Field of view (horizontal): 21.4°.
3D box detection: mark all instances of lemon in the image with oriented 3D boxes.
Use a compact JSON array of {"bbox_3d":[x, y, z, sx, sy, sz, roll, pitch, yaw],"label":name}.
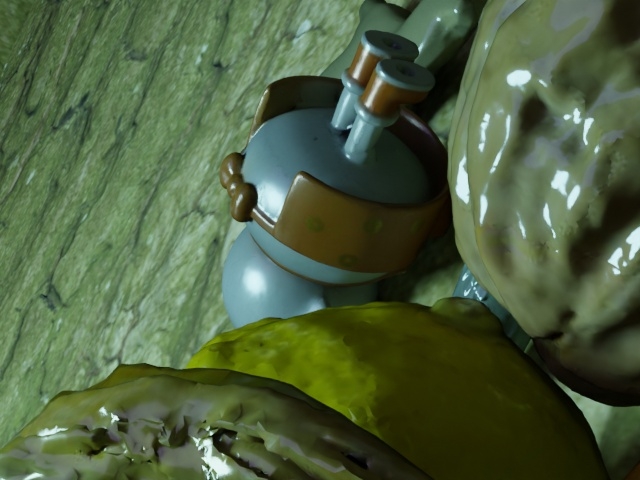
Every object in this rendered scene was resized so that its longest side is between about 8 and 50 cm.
[{"bbox_3d":[0.007,0.157,0.712,0.288,0.234,0.233,-65,21,11],"label":"lemon"}]

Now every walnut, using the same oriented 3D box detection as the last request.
[{"bbox_3d":[0.155,-0.052,0.688,0.245,0.198,0.198,-53,23,1],"label":"walnut"}]

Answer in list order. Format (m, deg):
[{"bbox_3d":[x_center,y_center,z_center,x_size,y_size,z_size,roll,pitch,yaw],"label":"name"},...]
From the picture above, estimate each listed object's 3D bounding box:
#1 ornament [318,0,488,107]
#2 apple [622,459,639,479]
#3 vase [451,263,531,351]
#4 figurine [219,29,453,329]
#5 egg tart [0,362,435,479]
[{"bbox_3d":[0.033,-0.106,1.157,0.230,0.061,0.245,-51,12,8],"label":"ornament"},{"bbox_3d":[0.164,0.120,0.489,0.199,0.199,0.199,-47,27,32],"label":"apple"},{"bbox_3d":[0.091,0.034,0.881,0.148,0.081,0.081,-63,22,3],"label":"vase"},{"bbox_3d":[-0.008,-0.004,1.047,0.271,0.143,0.143,-51,25,25],"label":"figurine"},{"bbox_3d":[-0.022,0.174,0.547,0.291,0.107,0.290,4,97,31],"label":"egg tart"}]
